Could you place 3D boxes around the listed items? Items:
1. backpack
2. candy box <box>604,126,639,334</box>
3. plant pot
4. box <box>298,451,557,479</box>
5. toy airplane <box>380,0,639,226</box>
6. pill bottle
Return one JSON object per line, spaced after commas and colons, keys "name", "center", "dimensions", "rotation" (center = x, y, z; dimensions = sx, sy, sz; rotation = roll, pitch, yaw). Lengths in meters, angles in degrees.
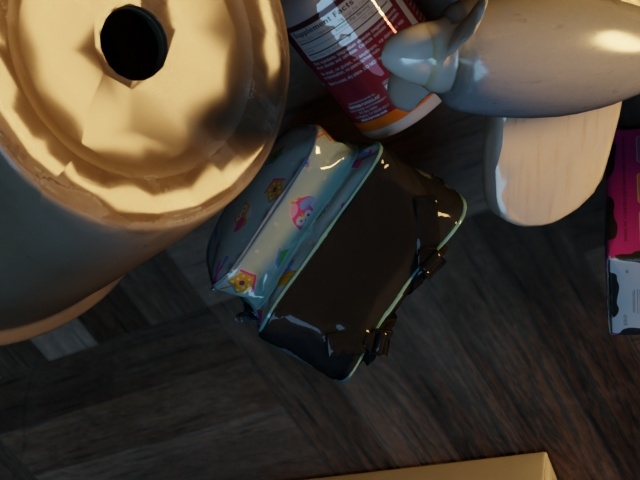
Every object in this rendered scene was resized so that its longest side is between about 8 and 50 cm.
{"name": "backpack", "center": [0.000, 0.000, 0.792], "dimensions": [0.144, 0.188, 0.166], "rotation": [31, 90, -7]}
{"name": "candy box", "center": [0.311, -0.013, 0.720], "dimensions": [0.233, 0.159, 0.071], "rotation": [-2, 127, 17]}
{"name": "plant pot", "center": [-0.175, -0.089, 0.630], "dimensions": [0.280, 0.323, 0.323], "rotation": [-2, 131, 51]}
{"name": "box", "center": [0.086, 0.311, 1.045], "dimensions": [0.311, 0.121, 0.148], "rotation": [-13, 121, 23]}
{"name": "toy airplane", "center": [0.126, -0.249, 0.516], "dimensions": [0.384, 0.272, 0.386], "rotation": [-38, 97, 13]}
{"name": "pill bottle", "center": [0.021, -0.151, 0.739], "dimensions": [0.086, 0.086, 0.152], "rotation": [-27, 115, 30]}
